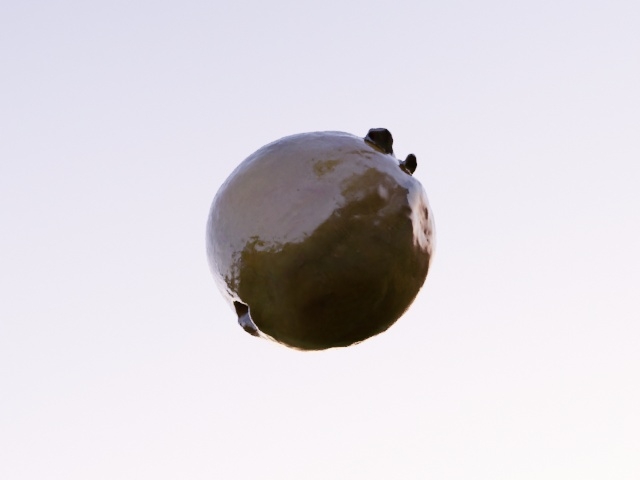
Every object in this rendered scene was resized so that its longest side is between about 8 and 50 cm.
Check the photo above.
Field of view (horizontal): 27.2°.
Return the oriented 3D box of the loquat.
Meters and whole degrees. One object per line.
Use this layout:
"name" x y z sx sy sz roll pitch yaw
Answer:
"loquat" 0.000 0.000 1.307 0.238 0.238 0.193 -24 -43 2
